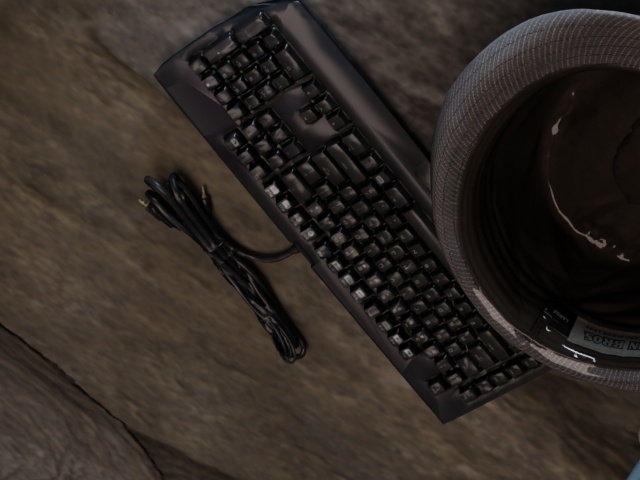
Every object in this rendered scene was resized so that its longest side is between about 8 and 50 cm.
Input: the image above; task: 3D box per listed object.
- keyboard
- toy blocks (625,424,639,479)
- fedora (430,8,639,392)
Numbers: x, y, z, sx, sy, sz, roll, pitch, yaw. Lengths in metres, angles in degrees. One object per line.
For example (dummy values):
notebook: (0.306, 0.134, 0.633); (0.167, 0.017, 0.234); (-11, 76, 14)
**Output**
keyboard: (0.000, 0.000, 1.253); (0.201, 0.033, 0.317); (-29, 108, 34)
toy blocks: (0.274, 0.133, 1.222); (0.123, 0.054, 0.148); (29, 128, 1)
fedora: (0.192, -0.041, 1.085); (0.243, 0.124, 0.275); (29, 136, 9)
